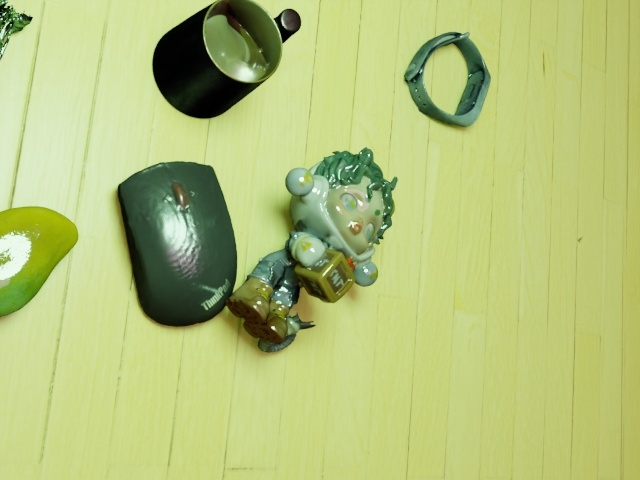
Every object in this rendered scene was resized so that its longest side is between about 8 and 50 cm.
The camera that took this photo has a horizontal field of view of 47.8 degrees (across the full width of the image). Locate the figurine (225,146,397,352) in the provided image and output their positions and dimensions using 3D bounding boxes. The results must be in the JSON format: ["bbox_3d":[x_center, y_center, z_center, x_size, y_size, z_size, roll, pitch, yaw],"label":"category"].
[{"bbox_3d":[0.000,-0.002,1.249,0.382,0.186,0.261,-54,138,-29],"label":"figurine"}]

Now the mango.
[{"bbox_3d":[-0.441,0.023,1.026,0.122,0.085,0.191,37,56,-14],"label":"mango"}]

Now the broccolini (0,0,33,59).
[{"bbox_3d":[-0.530,-0.251,1.018,0.123,0.062,0.271,31,71,-16],"label":"broccolini"}]

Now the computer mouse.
[{"bbox_3d":[-0.219,0.005,1.162,0.170,0.100,0.269,-15,93,-36],"label":"computer mouse"}]

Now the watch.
[{"bbox_3d":[0.280,-0.354,1.557,0.193,0.068,0.206,34,69,-27],"label":"watch"}]

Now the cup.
[{"bbox_3d":[-0.150,-0.332,1.201,0.166,0.177,0.239,41,64,-22],"label":"cup"}]
